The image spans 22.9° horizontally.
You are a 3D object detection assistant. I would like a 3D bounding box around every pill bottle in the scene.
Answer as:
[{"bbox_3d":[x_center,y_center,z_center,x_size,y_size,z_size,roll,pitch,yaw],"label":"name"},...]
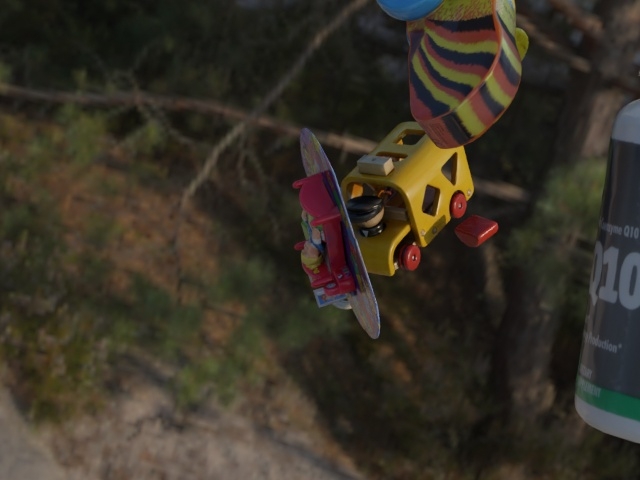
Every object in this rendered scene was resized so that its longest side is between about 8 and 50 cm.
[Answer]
[{"bbox_3d":[0.340,-0.010,1.349,0.204,0.361,0.204,7,6,-1],"label":"pill bottle"}]

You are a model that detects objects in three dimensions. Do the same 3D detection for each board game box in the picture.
[{"bbox_3d":[0.000,0.000,1.192,0.033,0.169,0.133,-19,7,-8],"label":"board game box"}]

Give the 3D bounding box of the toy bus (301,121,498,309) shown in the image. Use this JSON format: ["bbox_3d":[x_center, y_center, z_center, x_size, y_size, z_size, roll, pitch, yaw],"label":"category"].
[{"bbox_3d":[0.072,-0.044,1.664,0.191,0.104,0.202,-19,30,-2],"label":"toy bus"}]

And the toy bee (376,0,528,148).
[{"bbox_3d":[0.127,-0.236,1.378,0.195,0.162,0.298,16,53,-68],"label":"toy bee"}]
